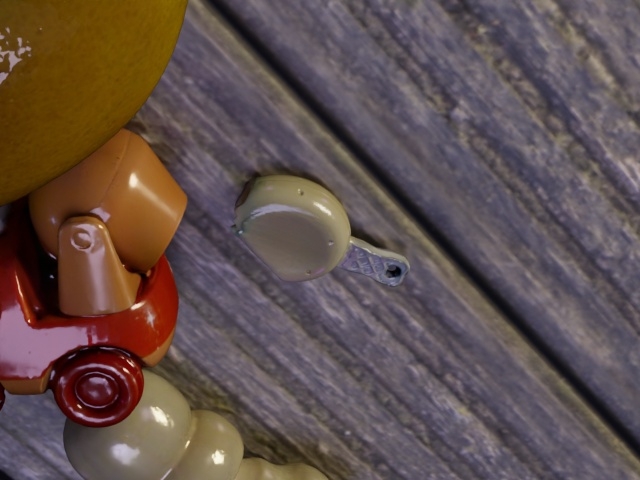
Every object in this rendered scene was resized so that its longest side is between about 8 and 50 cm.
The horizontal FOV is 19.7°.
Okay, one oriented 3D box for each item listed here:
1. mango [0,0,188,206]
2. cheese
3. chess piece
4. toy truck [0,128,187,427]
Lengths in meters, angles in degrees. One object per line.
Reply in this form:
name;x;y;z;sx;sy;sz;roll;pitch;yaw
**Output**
mango;-0.271;-0.152;1.399;0.378;0.221;0.263;-26;123;9
cheese;-0.005;0.004;1.637;0.092;0.047;0.171;-36;122;27
chess piece;-0.115;0.235;1.776;0.300;0.167;0.167;39;119;-20
toy truck;-0.239;0.019;1.568;0.265;0.189;0.239;-3;119;3
